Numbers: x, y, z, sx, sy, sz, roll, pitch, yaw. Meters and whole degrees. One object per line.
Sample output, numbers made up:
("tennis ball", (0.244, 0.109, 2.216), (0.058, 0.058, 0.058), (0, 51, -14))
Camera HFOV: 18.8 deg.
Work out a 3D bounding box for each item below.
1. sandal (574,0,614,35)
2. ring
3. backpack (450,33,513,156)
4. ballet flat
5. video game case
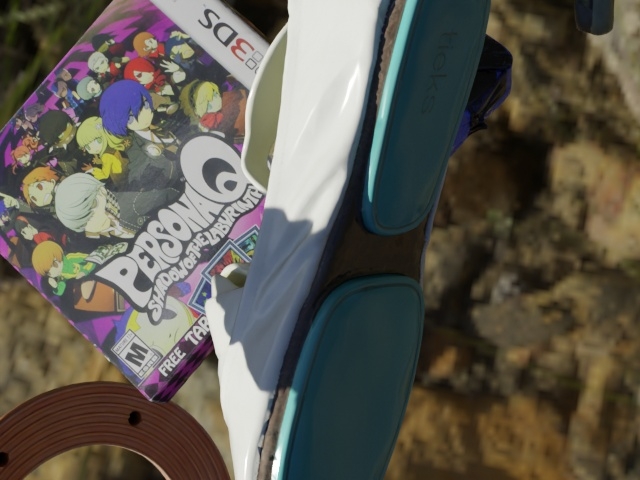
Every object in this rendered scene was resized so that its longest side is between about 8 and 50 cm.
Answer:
("sandal", (0.265, -0.307, 1.527), (0.086, 0.302, 0.120), (12, -177, 15))
("ring", (-0.223, 0.294, 1.794), (0.336, 0.336, 0.032), (40, 164, -35))
("backpack", (0.078, -0.101, 1.458), (0.098, 0.120, 0.101), (34, 157, 22))
("ballet flat", (0.000, 0.000, 1.174), (0.139, 0.400, 0.139), (12, -169, -2))
("video game case", (-0.105, -0.045, 1.300), (0.210, 0.232, 0.042), (43, -175, 15))
